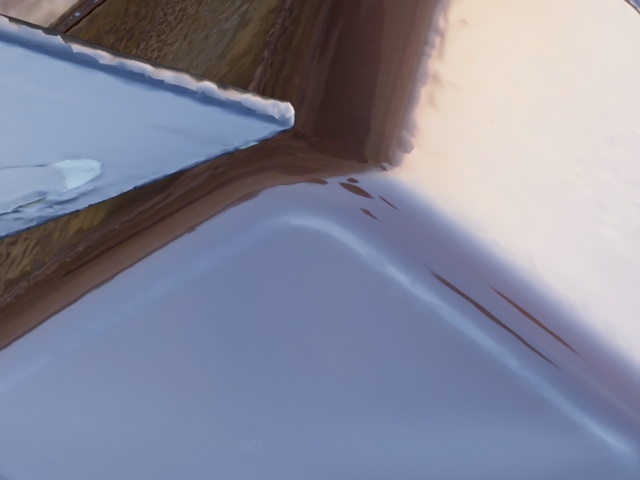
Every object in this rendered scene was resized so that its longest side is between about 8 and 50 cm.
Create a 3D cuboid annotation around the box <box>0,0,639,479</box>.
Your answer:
[{"bbox_3d":[0.000,0.000,0.774,0.339,0.239,0.229,-30,-147,44],"label":"box"}]

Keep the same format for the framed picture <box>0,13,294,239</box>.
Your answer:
[{"bbox_3d":[-0.207,-0.044,0.492,0.323,0.013,0.244,14,161,-38],"label":"framed picture"}]
